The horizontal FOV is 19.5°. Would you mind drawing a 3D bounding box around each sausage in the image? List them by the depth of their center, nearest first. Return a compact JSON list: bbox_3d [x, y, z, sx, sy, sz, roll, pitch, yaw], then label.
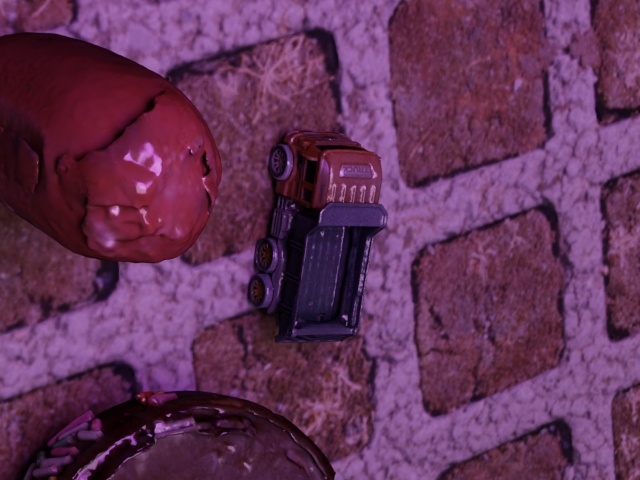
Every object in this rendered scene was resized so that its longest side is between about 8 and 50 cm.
[{"bbox_3d":[-0.184,-0.075,1.433,0.152,0.280,0.152,-16,118,-33],"label":"sausage"}]

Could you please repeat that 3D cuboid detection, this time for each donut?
[{"bbox_3d":[-0.167,0.277,1.652,0.259,0.136,0.345,36,83,-35],"label":"donut"}]

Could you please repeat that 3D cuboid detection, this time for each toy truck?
[{"bbox_3d":[0.000,0.000,1.702,0.083,0.092,0.192,1,104,-34],"label":"toy truck"}]
